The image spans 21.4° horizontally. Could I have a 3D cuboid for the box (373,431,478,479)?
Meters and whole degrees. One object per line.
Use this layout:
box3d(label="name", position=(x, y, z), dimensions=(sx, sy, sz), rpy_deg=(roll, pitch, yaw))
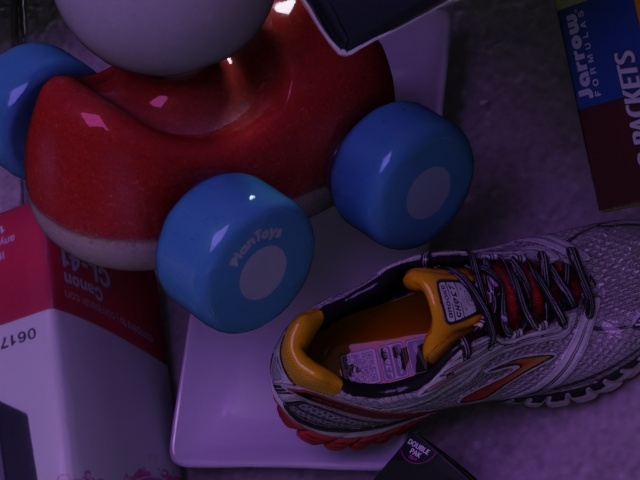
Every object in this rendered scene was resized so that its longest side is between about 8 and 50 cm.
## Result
box3d(label="box", position=(0.050, 0.151, 0.857), dimensions=(0.062, 0.052, 0.083), rpy_deg=(40, 89, 32))

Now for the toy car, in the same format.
box3d(label="toy car", position=(-0.056, -0.119, 0.847), dimensions=(0.210, 0.238, 0.219), rpy_deg=(-25, 42, -31))

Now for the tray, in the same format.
box3d(label="tray", position=(0.000, 0.000, 0.961), dimensions=(0.145, 0.030, 0.270), rpy_deg=(-2, 68, 25))

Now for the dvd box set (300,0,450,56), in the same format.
box3d(label="dvd box set", position=(0.130, -0.239, 0.822), dimensions=(0.307, 0.062, 0.420), rpy_deg=(-30, 17, 12))

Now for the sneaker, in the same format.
box3d(label="sneaker", position=(0.083, 0.044, 0.845), dimensions=(0.225, 0.093, 0.088), rpy_deg=(-20, 69, -2))

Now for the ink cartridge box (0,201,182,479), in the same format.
box3d(label="ink cartridge box", position=(-0.196, 0.162, 0.932), dimensions=(0.226, 0.131, 0.306), rpy_deg=(-20, 60, 18))

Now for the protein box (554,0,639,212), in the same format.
box3d(label="protein box", position=(0.240, -0.106, 0.725), dimensions=(0.199, 0.201, 0.136), rpy_deg=(-14, 88, 48))
